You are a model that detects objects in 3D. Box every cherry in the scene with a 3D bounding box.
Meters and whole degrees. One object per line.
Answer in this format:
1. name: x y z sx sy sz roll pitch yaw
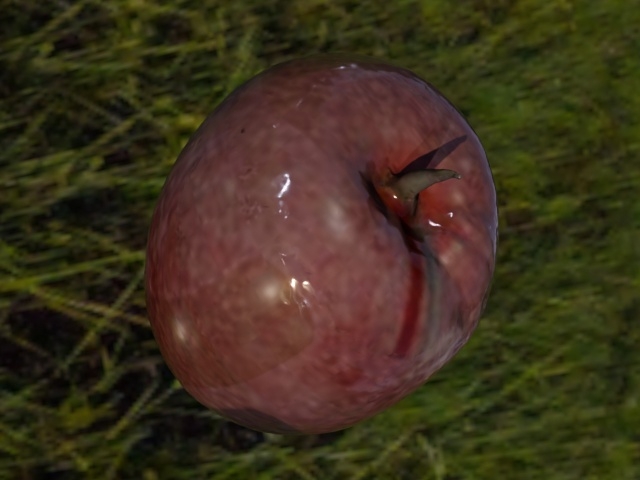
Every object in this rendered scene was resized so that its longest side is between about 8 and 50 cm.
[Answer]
1. cherry: 0.000 0.000 0.881 0.236 0.285 0.213 -36 91 -35
